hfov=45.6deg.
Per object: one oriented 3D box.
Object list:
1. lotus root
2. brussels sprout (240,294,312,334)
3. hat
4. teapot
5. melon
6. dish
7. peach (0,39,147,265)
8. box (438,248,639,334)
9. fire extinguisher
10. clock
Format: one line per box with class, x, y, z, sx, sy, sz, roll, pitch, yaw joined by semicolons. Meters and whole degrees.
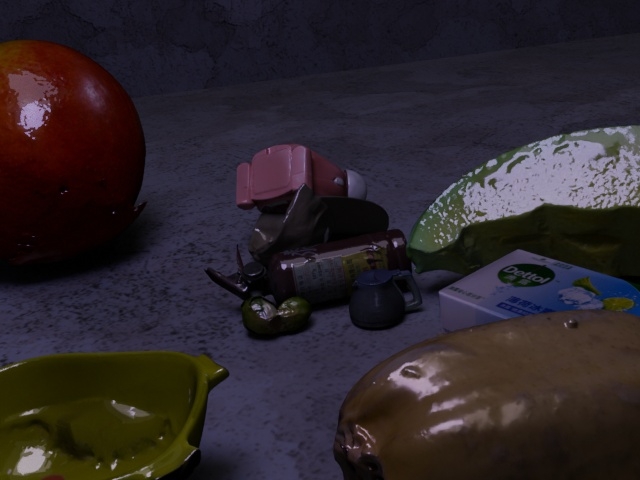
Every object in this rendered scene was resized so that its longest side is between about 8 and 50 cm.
lotus root;0.179;0.138;0.566;0.343;0.151;0.169;-8;36;-15
brussels sprout;-0.052;0.086;0.897;0.084;0.046;0.051;-5;41;-1
hat;0.000;0.000;1.089;0.173;0.144;0.166;27;-20;-15
teapot;0.075;0.064;0.897;0.088;0.057;0.066;-10;23;-6
melon;0.268;-0.028;0.911;0.324;0.196;0.124;-4;32;17
dish;-0.202;0.185;0.612;0.263;0.108;0.221;-7;21;4
peach;-0.428;-0.127;1.187;0.370;0.369;0.370;-6;22;2
box;0.238;0.084;0.776;0.139;0.073;0.194;-23;26;-33
fire extinguisher;-0.018;0.039;0.969;0.252;0.075;0.106;-11;21;-8
clock;-0.027;-0.084;1.168;0.166;0.092;0.162;-12;-20;36
